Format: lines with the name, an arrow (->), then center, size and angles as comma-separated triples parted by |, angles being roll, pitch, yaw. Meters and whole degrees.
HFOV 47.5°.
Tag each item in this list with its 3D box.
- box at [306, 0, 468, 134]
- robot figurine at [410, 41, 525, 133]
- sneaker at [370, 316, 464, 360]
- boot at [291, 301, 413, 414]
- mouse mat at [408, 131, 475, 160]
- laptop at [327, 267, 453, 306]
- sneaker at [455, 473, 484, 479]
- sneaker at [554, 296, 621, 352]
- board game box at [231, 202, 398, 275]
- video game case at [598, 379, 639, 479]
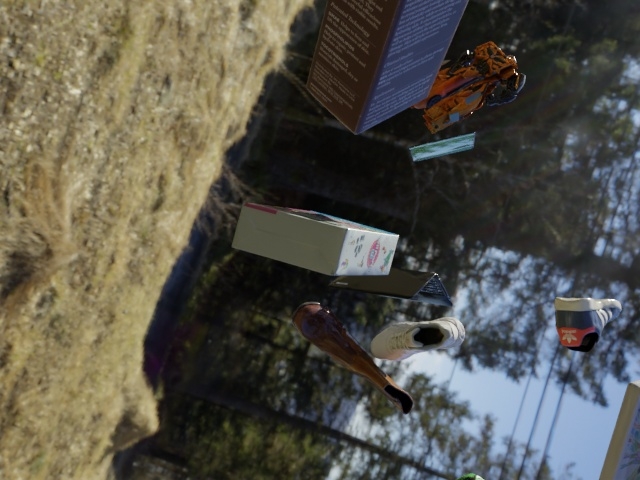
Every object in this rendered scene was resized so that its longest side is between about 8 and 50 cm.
box -> 0.118, -0.363, 1.106 | 0.191, 0.143, 0.381 | -31, 158, -32
robot figurine -> 0.368, -0.396, 1.839 | 0.291, 0.211, 0.085 | -31, 145, -3
sneaker -> 0.210, 0.226, 1.691 | 0.115, 0.232, 0.090 | 11, 63, -62
boot -> 0.071, 0.281, 1.716 | 0.096, 0.280, 0.264 | -42, 129, -6
mouse mat -> 0.286, -0.218, 1.706 | 0.190, 0.153, 0.007 | 24, 54, -78
laptop -> 0.189, 0.144, 1.905 | 0.264, 0.234, 0.136 | 55, 50, -48
sneaker -> 0.402, 0.657, 1.752 | 0.146, 0.134, 0.343 | 58, -7, 41
sneaker -> 0.739, 0.234, 2.024 | 0.350, 0.131, 0.148 | 6, 84, -49
board game box -> 0.000, 0.000, 1.465 | 0.303, 0.224, 0.097 | 6, 99, -67
video game case -> 0.706, 0.426, 1.530 | 0.036, 0.300, 0.329 | 33, -60, 51
